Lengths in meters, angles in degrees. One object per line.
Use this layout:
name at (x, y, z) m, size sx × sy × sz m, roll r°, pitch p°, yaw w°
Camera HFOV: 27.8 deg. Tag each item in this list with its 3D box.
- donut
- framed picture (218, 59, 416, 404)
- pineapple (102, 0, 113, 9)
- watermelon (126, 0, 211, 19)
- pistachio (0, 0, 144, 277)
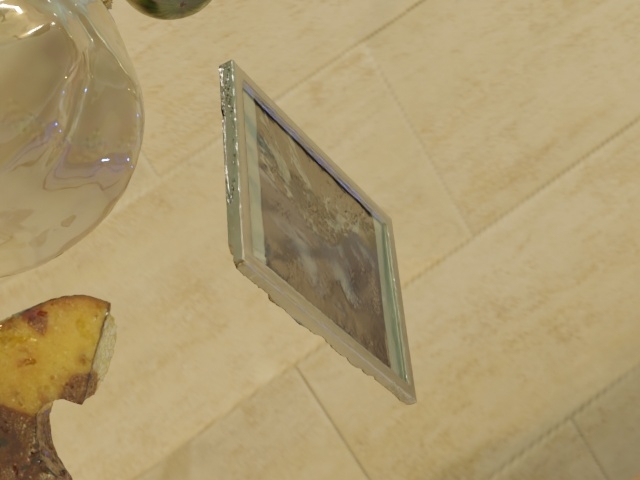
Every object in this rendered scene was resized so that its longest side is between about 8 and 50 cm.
donut at (-0.318, 0.192, 1.402) m, size 0.151 × 0.112 × 0.295 m, roll 16°, pitch 86°, yaw 14°
framed picture at (0.000, 0.000, 1.094) m, size 0.019 × 0.209 × 0.281 m, roll -23°, pitch 143°, yaw 22°
pineapple at (-0.350, -0.265, 1.480) m, size 0.236 × 0.186 × 0.114 m, roll -25°, pitch 77°, yaw 2°
watermelon at (-0.134, -0.233, 1.150) m, size 0.105 × 0.105 × 0.062 m, roll -1°, pitch 58°, yaw -19°
pistachio at (-0.268, -0.082, 0.814) m, size 0.332 × 0.208 × 0.226 m, roll 0°, pitch 111°, yaw 13°
